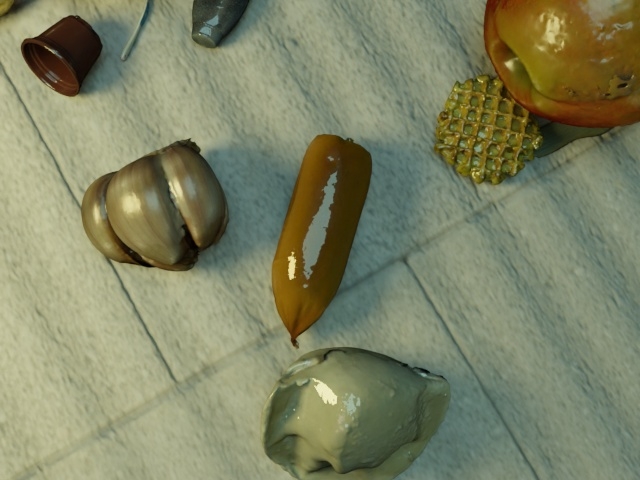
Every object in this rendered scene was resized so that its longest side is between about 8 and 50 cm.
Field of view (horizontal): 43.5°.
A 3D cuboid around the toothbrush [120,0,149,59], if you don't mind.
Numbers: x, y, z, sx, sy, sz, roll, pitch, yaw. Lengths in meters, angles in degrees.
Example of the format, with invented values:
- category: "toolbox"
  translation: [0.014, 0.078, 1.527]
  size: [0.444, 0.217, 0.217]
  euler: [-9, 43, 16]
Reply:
- category: "toothbrush"
  translation: [-0.292, -0.365, 1.305]
  size: [0.017, 0.014, 0.162]
  euler: [18, 77, 18]

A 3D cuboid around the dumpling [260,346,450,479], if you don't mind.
- category: "dumpling"
  translation: [0.049, 0.268, 1.143]
  size: [0.243, 0.175, 0.227]
  euler: [13, 107, 11]

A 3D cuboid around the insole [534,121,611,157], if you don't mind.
- category: "insole"
  translation: [0.426, -0.191, 1.338]
  size: [0.188, 0.004, 0.064]
  euler: [-26, 81, -10]

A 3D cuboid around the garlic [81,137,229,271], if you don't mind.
- category: "garlic"
  translation: [-0.243, -0.049, 1.170]
  size: [0.214, 0.160, 0.191]
  euler: [-17, 75, -11]

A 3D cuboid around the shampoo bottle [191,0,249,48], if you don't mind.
- category: "shampoo bottle"
  translation: [-0.150, -0.426, 1.311]
  size: [0.087, 0.049, 0.234]
  euler: [20, 77, 1]

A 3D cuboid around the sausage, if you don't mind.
- category: "sausage"
  translation: [-0.006, -0.001, 1.212]
  size: [0.112, 0.112, 0.328]
  euler: [16, 80, -2]

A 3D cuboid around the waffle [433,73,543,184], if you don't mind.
- category: "waffle"
  translation: [0.274, -0.181, 1.304]
  size: [0.191, 0.038, 0.191]
  euler: [1, 78, -3]

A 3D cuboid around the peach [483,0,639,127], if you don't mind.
- category: "peach"
  translation: [0.435, -0.347, 1.222]
  size: [0.372, 0.290, 0.373]
  euler: [-10, 45, 10]

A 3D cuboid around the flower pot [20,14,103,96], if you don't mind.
- category: "flower pot"
  translation: [-0.392, -0.293, 1.244]
  size: [0.111, 0.111, 0.089]
  euler: [33, 62, 2]

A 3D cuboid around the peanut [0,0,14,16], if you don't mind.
- category: "peanut"
  translation: [-0.607, -0.452, 1.239]
  size: [0.305, 0.147, 0.147]
  euler: [27, 77, -4]
